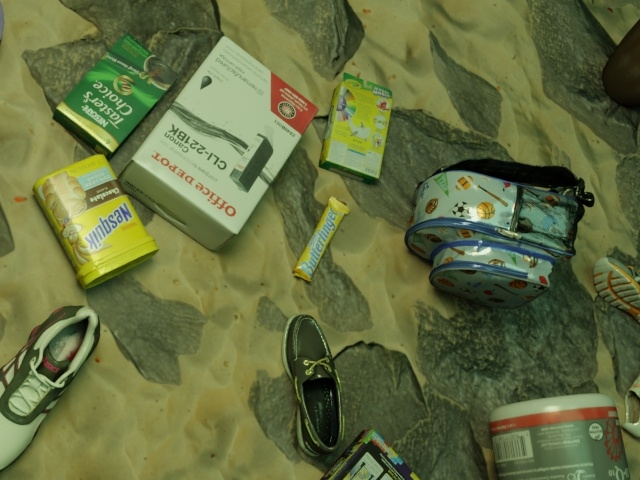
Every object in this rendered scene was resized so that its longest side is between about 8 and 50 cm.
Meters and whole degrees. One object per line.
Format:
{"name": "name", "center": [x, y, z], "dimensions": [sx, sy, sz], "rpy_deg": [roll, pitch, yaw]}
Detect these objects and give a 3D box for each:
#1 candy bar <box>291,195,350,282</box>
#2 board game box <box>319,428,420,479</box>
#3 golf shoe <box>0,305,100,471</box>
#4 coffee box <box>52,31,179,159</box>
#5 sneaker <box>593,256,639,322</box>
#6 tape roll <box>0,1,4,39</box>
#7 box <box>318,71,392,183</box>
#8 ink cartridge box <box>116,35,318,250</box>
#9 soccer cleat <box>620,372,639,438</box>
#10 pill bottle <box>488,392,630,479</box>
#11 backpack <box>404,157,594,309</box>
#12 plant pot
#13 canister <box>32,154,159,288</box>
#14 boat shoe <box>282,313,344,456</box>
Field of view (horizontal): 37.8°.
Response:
{"name": "candy bar", "center": [0.000, 0.000, 1.565], "dimensions": [0.040, 0.018, 0.161], "rpy_deg": [34, 64, -12]}
{"name": "board game box", "center": [0.087, 0.407, 1.472], "dimensions": [0.141, 0.048, 0.170], "rpy_deg": [-43, 95, -25]}
{"name": "golf shoe", "center": [-0.401, 0.197, 1.277], "dimensions": [0.105, 0.120, 0.272], "rpy_deg": [36, 66, -13]}
{"name": "coffee box", "center": [-0.320, -0.228, 1.474], "dimensions": [0.113, 0.040, 0.184], "rpy_deg": [40, 64, -9]}
{"name": "sneaker", "center": [0.600, 0.091, 1.773], "dimensions": [0.215, 0.084, 0.083], "rpy_deg": [38, 62, -20]}
{"name": "tape roll", "center": [-0.565, -0.317, 1.370], "dimensions": [0.189, 0.080, 0.188], "rpy_deg": [7, 72, -22]}
{"name": "box", "center": [0.064, -0.199, 1.636], "dimensions": [0.105, 0.043, 0.179], "rpy_deg": [18, 71, -18]}
{"name": "ink cartridge box", "center": [-0.161, -0.151, 1.482], "dimensions": [0.197, 0.114, 0.272], "rpy_deg": [36, 65, -11]}
{"name": "soccer cleat", "center": [0.609, 0.270, 1.732], "dimensions": [0.076, 0.068, 0.196], "rpy_deg": [24, 70, -13]}
{"name": "pill bottle", "center": [0.400, 0.440, 1.501], "dimensions": [0.210, 0.210, 0.362], "rpy_deg": [0, 73, -24]}
{"name": "backpack", "center": [0.274, -0.009, 1.570], "dimensions": [0.263, 0.276, 0.213], "rpy_deg": [22, 66, -3]}
{"name": "plant pot", "center": [0.673, -0.356, 1.841], "dimensions": [0.215, 0.230, 0.215], "rpy_deg": [6, 74, -22]}
{"name": "canister", "center": [-0.337, -0.030, 1.394], "dimensions": [0.126, 0.073, 0.169], "rpy_deg": [-28, 86, -28]}
{"name": "boat shoe", "center": [-0.005, 0.222, 1.470], "dimensions": [0.081, 0.069, 0.227], "rpy_deg": [-4, 77, -25]}
